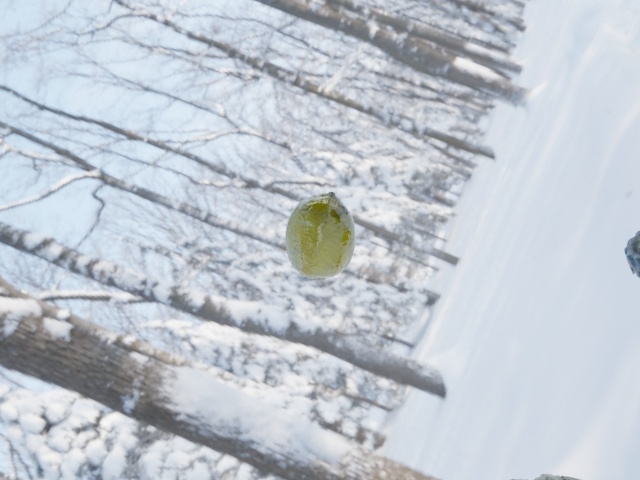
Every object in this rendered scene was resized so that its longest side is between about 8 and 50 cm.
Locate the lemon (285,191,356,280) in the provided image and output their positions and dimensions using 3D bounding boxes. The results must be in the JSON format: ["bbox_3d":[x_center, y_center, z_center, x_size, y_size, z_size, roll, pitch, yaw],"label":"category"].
[{"bbox_3d":[0.000,0.000,0.850,0.082,0.082,0.111,-52,-31,-61],"label":"lemon"}]

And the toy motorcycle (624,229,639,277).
[{"bbox_3d":[0.485,0.047,0.832,0.169,0.237,0.410,63,-161,-18],"label":"toy motorcycle"}]

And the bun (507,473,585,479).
[{"bbox_3d":[0.308,0.350,0.905,0.237,0.210,0.116,26,-103,-56],"label":"bun"}]
